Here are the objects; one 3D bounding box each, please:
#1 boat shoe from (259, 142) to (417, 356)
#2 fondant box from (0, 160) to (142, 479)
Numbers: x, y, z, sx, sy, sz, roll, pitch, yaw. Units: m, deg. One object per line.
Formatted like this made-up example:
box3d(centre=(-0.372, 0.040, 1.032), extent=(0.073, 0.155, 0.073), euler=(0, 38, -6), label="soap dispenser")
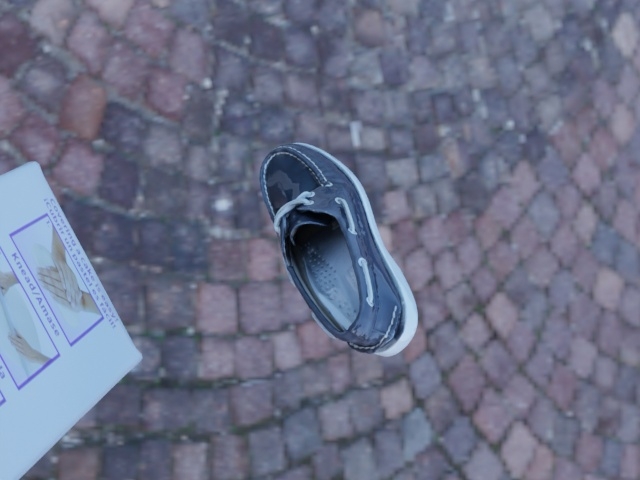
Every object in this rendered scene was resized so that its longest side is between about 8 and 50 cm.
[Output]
box3d(centre=(0.000, 0.000, 0.713), extent=(0.038, 0.046, 0.125), euler=(17, 38, -48), label="boat shoe")
box3d(centre=(-0.218, 0.094, 0.486), extent=(0.096, 0.238, 0.330), euler=(60, 15, -7), label="fondant box")
